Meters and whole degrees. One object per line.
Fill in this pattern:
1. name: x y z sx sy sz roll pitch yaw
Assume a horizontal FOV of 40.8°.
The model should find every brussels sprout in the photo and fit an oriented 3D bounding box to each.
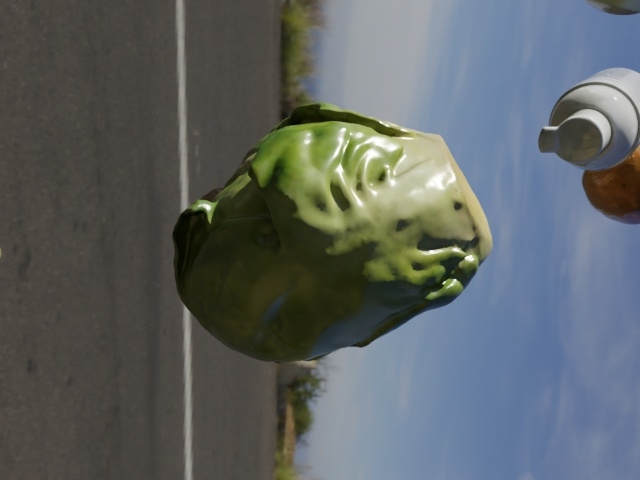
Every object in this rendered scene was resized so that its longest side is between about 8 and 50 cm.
1. brussels sprout: 0.006 -0.013 0.818 0.259 0.294 0.227 -85 158 -68

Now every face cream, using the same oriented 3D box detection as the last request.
1. face cream: 0.437 -0.182 1.358 0.370 0.145 0.145 -33 132 -58

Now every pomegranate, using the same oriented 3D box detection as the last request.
1. pomegranate: 0.625 -0.126 1.742 0.191 0.191 0.191 -176 -90 -90

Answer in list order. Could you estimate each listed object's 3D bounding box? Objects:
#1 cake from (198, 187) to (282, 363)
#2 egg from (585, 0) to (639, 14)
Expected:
1. cake: 0.000 0.000 1.176 0.199 0.293 0.196 43 -29 45
2. egg: 0.367 -0.357 0.995 0.217 0.183 0.183 89 5 -70
